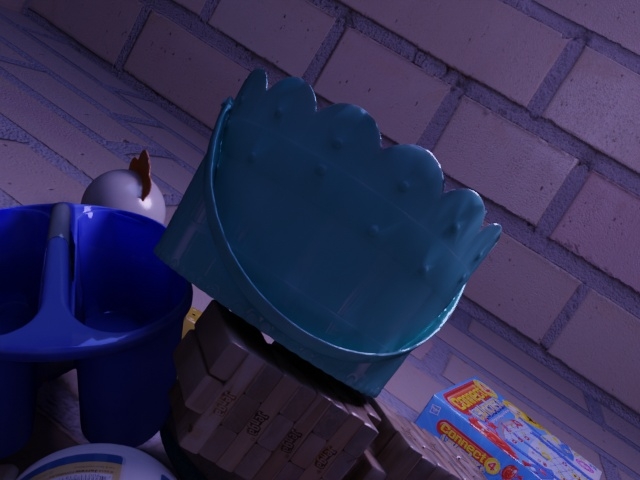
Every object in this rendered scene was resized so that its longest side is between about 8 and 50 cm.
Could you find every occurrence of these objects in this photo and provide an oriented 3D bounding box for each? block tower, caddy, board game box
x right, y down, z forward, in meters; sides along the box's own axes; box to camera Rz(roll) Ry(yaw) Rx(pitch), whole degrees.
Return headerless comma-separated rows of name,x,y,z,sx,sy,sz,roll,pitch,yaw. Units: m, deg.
block tower,0.022,0.182,0.629,0.335,0.091,0.097,36,4,-23
caddy,-0.256,0.056,0.718,0.241,0.179,0.341,-1,22,-18
board game box,0.347,0.389,1.332,0.302,0.086,0.308,37,12,22

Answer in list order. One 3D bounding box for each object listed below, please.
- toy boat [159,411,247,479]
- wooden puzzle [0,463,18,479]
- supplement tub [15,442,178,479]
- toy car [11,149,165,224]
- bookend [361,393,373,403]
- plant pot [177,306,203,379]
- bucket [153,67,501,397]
toy boat,-0.069,0.259,0.696,0.267,0.148,0.318,37,4,1
wooden puzzle,-0.350,0.182,0.482,0.238,0.044,0.221,25,13,-12
supplement tub,-0.154,0.241,0.462,0.144,0.144,0.200,29,11,-16
toy car,-0.293,-0.026,1.013,0.219,0.238,0.210,24,13,-36
bookend,0.007,0.247,1.068,0.156,0.072,0.157,20,17,-43
plant pot,-0.180,0.140,0.996,0.081,0.083,0.081,29,11,-13
bucket,0.000,0.000,0.657,0.281,0.183,0.281,32,-4,3
